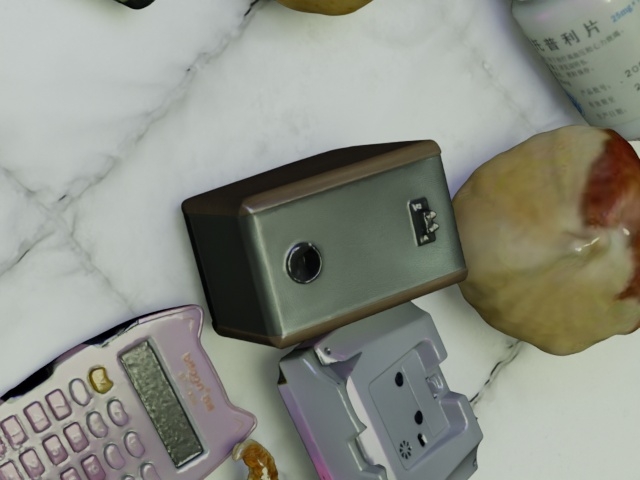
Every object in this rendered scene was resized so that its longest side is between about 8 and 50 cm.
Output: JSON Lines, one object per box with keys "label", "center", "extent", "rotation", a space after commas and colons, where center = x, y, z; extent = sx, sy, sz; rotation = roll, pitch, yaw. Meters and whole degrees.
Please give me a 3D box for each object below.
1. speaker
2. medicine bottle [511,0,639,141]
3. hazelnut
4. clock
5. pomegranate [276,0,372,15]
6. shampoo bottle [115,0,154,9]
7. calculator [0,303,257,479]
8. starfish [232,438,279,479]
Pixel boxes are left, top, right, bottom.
{"label": "speaker", "center": [0.000, 0.000, 1.421], "extent": [0.231, 0.192, 0.153], "rotation": [-19, 102, -27]}
{"label": "medicine bottle", "center": [0.317, -0.269, 1.603], "extent": [0.170, 0.170, 0.293], "rotation": [-47, 113, -20]}
{"label": "hazelnut", "center": [0.265, 0.001, 1.546], "extent": [0.261, 0.241, 0.261], "rotation": [-2, 105, -6]}
{"label": "clock", "center": [0.070, 0.187, 1.492], "extent": [0.186, 0.083, 0.253], "rotation": [-35, 104, -46]}
{"label": "pomegranate", "center": [0.014, -0.317, 1.436], "extent": [0.196, 0.196, 0.196], "rotation": [-1, 92, -29]}
{"label": "shampoo bottle", "center": [-0.269, -0.321, 1.310], "extent": [0.284, 0.101, 0.101], "rotation": [25, 80, -27]}
{"label": "calculator", "center": [-0.217, 0.197, 1.395], "extent": [0.294, 0.043, 0.194], "rotation": [-31, 107, -22]}
{"label": "starfish", "center": [-0.025, 0.376, 1.477], "extent": [0.327, 0.094, 0.375], "rotation": [-20, 106, -29]}
